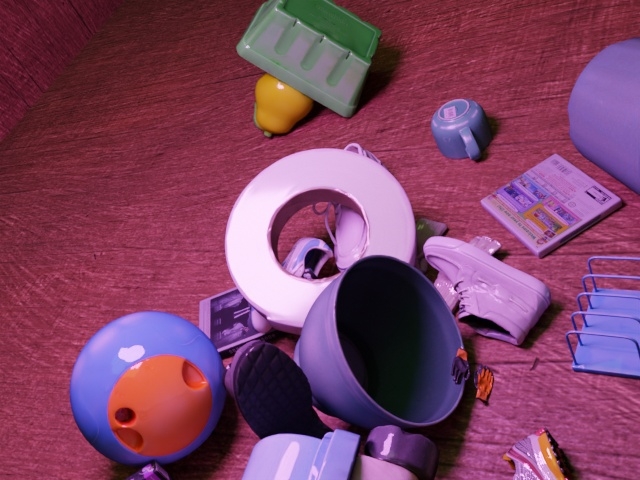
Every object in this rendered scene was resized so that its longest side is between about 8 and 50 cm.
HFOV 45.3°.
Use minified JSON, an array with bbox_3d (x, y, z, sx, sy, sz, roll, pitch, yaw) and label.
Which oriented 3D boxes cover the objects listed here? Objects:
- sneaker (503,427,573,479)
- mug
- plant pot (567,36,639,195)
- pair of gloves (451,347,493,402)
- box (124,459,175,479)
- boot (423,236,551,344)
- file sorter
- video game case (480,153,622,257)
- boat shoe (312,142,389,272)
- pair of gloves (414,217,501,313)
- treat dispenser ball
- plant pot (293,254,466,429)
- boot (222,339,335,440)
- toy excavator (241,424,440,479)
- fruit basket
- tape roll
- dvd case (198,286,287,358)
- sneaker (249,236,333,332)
[{"bbox_3d":[0.322,0.380,1.089,0.093,0.088,0.225,-30,31,18],"label":"sneaker"},{"bbox_3d":[0.331,-0.263,1.770,0.129,0.097,0.158,-45,40,-18],"label":"mug"},{"bbox_3d":[0.635,-0.201,1.346,0.341,0.341,0.334,-33,29,-3],"label":"plant pot"},{"bbox_3d":[0.257,0.227,1.297,0.010,0.083,0.074,-45,15,46],"label":"pair of gloves"},{"bbox_3d":[-0.332,0.475,1.371,0.162,0.116,0.029,-33,36,-3],"label":"box"},{"bbox_3d":[0.275,0.090,1.392,0.258,0.095,0.123,25,66,31],"label":"boot"},{"bbox_3d":[0.477,0.121,1.244,0.118,0.104,0.170,2,48,35],"label":"file sorter"},{"bbox_3d":[0.457,-0.075,1.540,0.193,0.023,0.212,-32,39,-2],"label":"video game case"},{"bbox_3d":[0.065,-0.090,1.683,0.136,0.156,0.367,-25,36,34],"label":"boat shoe"},{"bbox_3d":[0.223,0.045,1.546,0.204,0.042,0.240,-45,39,-17],"label":"pair of gloves"},{"bbox_3d":[-0.321,0.277,1.441,0.288,0.288,0.288,-18,40,16],"label":"treat dispenser ball"},{"bbox_3d":[0.077,0.197,1.314,0.196,0.293,0.293,-34,28,42],"label":"plant pot"},{"bbox_3d":[-0.103,0.259,1.279,0.118,0.338,0.223,-41,40,-19],"label":"boot"},{"bbox_3d":[-0.080,0.410,1.163,0.445,0.433,0.222,16,52,9],"label":"toy excavator"},{"bbox_3d":[-0.055,-0.473,2.124,0.392,0.392,0.283,-7,44,28],"label":"fruit basket"},{"bbox_3d":[0.000,0.000,1.542,0.392,0.072,0.392,-4,67,9],"label":"tape roll"},{"bbox_3d":[-0.156,0.162,1.675,0.239,0.029,0.179,-22,39,11],"label":"dvd case"},{"bbox_3d":[-0.062,0.091,1.590,0.086,0.085,0.237,15,63,47],"label":"sneaker"}]
